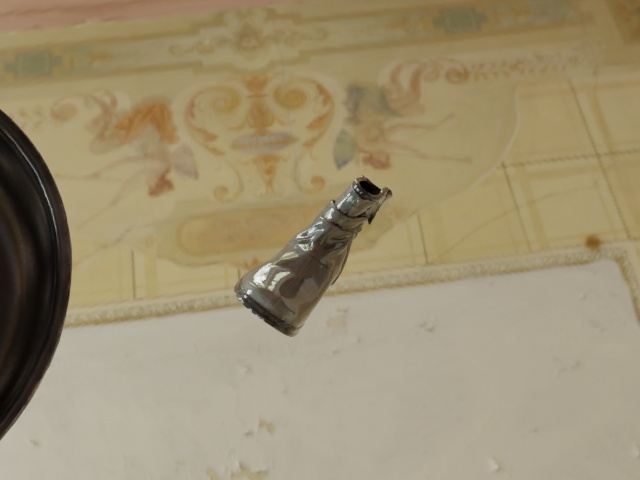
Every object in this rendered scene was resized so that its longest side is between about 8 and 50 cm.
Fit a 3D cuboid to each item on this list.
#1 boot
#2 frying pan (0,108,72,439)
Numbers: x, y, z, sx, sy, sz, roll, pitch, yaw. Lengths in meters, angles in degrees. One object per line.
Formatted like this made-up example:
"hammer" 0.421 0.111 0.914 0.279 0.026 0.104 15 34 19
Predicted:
"boot" 0.000 0.000 1.028 0.083 0.246 0.161 38 -74 2
"frying pan" -0.183 0.080 0.362 0.197 0.053 0.326 -10 -108 -5
